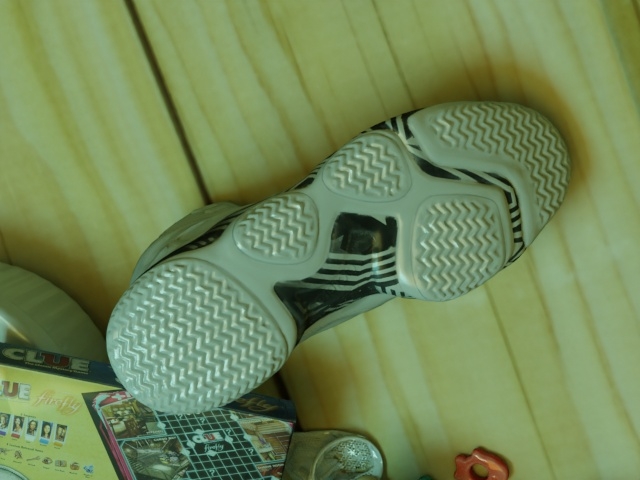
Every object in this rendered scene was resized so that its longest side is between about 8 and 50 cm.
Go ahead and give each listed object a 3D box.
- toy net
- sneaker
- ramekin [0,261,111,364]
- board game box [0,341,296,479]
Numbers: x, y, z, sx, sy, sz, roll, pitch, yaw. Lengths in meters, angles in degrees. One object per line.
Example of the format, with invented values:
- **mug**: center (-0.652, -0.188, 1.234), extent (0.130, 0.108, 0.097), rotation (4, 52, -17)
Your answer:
- **toy net**: center (0.069, 0.206, 1.548), extent (0.232, 0.045, 0.122), rotation (26, 116, 10)
- **sneaker**: center (0.000, 0.000, 1.456), extent (0.366, 0.210, 0.137), rotation (-28, 99, -8)
- **ramekin**: center (-0.287, 0.139, 1.609), extent (0.273, 0.127, 0.273), rotation (7, 111, 18)
- **board game box**: center (-0.154, 0.180, 1.493), extent (0.243, 0.042, 0.165), rotation (12, 108, -4)
